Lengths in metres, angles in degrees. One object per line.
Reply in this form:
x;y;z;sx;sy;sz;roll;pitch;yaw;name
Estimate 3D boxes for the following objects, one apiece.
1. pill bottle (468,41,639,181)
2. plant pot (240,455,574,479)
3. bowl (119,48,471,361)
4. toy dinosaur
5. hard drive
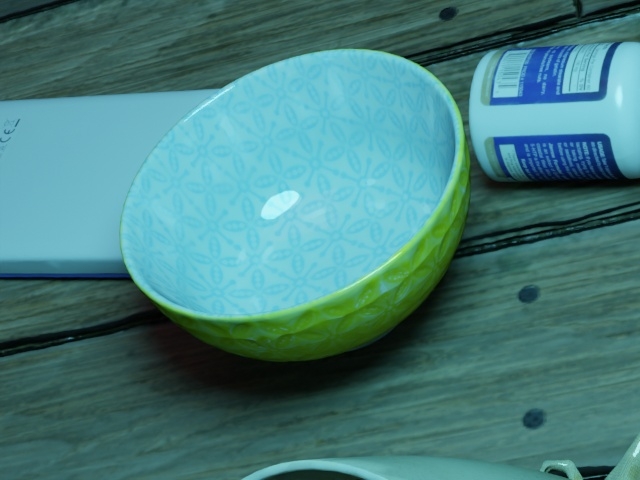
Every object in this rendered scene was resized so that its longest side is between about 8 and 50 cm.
0.226;-0.105;1.452;0.187;0.112;0.112;0;49;28;pill bottle
0.093;0.236;1.068;0.256;0.256;0.274;14;13;37;plant pot
0.000;0.000;1.436;0.289;0.156;0.289;-15;43;15;bowl
0.197;0.187;1.242;0.093;0.053;0.183;12;62;17;toy dinosaur
-0.260;-0.054;1.713;0.319;0.040;0.210;-1;49;28;hard drive
